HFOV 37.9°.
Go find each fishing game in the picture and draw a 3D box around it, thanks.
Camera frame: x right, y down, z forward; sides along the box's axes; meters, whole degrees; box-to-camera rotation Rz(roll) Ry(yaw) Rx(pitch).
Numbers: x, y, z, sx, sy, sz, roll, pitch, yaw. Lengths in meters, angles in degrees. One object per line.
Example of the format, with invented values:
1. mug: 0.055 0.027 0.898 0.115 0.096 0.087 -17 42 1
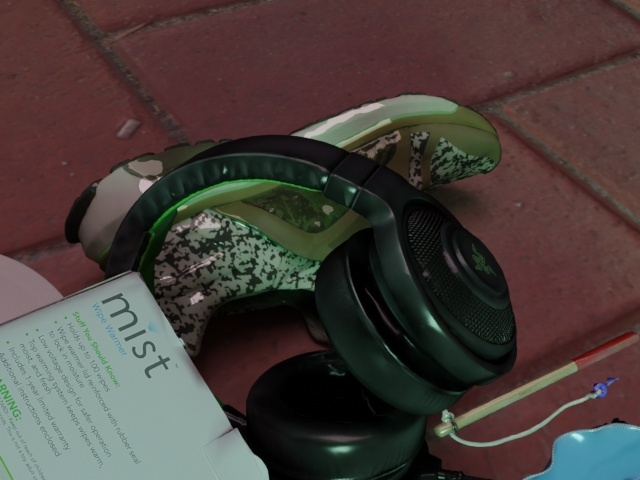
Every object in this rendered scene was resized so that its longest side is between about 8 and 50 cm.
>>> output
1. fishing game: 0.170 0.195 0.516 0.189 0.041 0.264 -22 88 -13

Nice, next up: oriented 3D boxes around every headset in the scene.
1. headset: 0.048 0.080 0.638 0.394 0.243 0.185 31 28 6

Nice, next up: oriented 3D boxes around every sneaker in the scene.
1. sneaker: 0.000 0.000 0.811 0.410 0.158 0.182 -17 77 -26

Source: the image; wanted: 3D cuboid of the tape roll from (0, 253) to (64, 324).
1. tape roll: -0.296 0.127 0.628 0.286 0.100 0.286 3 42 -2

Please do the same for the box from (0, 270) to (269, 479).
1. box: -0.137 0.180 0.463 0.231 0.127 0.262 -25 77 -40
